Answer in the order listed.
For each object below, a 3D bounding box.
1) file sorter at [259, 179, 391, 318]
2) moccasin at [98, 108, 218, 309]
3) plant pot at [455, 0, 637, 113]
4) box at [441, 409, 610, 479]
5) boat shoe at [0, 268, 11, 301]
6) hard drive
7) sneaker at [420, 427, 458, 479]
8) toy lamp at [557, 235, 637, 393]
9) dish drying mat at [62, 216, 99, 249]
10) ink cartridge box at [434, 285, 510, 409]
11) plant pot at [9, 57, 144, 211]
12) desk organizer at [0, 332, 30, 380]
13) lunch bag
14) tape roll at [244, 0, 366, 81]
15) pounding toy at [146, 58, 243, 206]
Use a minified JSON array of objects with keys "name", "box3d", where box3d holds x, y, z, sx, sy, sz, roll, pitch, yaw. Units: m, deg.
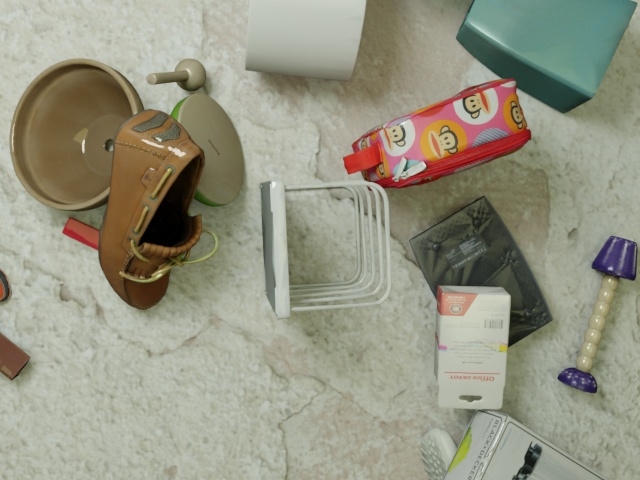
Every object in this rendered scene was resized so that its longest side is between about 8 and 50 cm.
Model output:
[{"name":"file sorter","box3d":[0.000,0.000,1.205,0.173,0.277,0.193,-3,94,-7]},{"name":"moccasin","box3d":[-0.241,-0.019,1.164,0.147,0.139,0.380,36,132,14]},{"name":"plant pot","box3d":[0.357,-0.345,1.280,0.234,0.165,0.166,24,91,1]},{"name":"box","box3d":[0.360,0.426,1.314,0.290,0.087,0.169,32,78,-20]},{"name":"boat shoe","box3d":[-0.562,0.044,1.269,0.049,0.043,0.137,-30,97,-5]},{"name":"hard drive","box3d":[0.277,0.068,1.346,0.172,0.054,0.255,-31,97,-3]},{"name":"sneaker","box3d":[0.255,0.429,1.361,0.094,0.090,0.235,-24,100,-16]},{"name":"toy lamp","box3d":[0.495,0.128,1.362,0.080,0.080,0.275,18,94,-6]},{"name":"dish drying mat","box3d":[-0.392,-0.008,1.300,0.083,0.008,0.032,26,92,-7]},{"name":"ink cartridge box","box3d":[0.252,0.180,1.296,0.115,0.067,0.198,2,98,1]},{"name":"plant pot","box3d":[-0.363,-0.159,1.222,0.237,0.109,0.237,-2,84,20]},{"name":"desk organizer","box3d":[-0.543,0.169,1.277,0.130,0.047,0.050,41,87,-7]},{"name":"lunch bag","box3d":[0.162,-0.153,1.199,0.258,0.293,0.120,-20,94,-7]},{"name":"tape roll","box3d":[-0.024,-0.378,1.195,0.169,0.246,0.246,6,93,-7]},{"name":"pounding toy","box3d":[-0.227,-0.160,1.243,0.110,0.183,0.237,-12,107,25]}]
